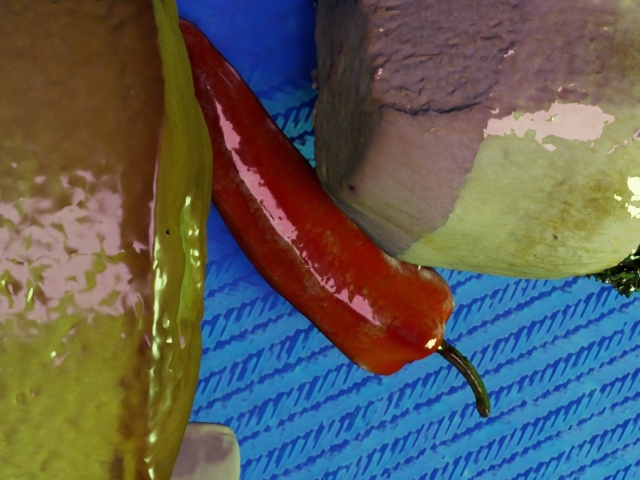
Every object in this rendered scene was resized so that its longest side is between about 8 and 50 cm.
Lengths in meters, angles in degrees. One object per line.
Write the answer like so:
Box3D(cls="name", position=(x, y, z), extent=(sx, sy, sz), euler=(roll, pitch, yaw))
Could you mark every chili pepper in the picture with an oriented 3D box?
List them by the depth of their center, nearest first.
Box3D(cls="chili pepper", position=(0.000, 0.000, 0.836), extent=(0.063, 0.071, 0.272), euler=(-26, 118, 36))

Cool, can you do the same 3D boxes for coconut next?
Box3D(cls="coconut", position=(0.097, -0.068, 0.781), extent=(0.194, 0.194, 0.194), euler=(-7, 112, -17))

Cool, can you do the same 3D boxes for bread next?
Box3D(cls="bread", position=(-0.125, -0.015, 0.680), extent=(0.148, 0.270, 0.270), euler=(-3, 111, -17))

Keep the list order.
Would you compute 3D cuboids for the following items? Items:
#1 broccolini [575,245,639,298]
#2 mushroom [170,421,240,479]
Box3D(cls="broccolini", position=(0.244, 0.007, 0.931), extent=(0.254, 0.058, 0.071), euler=(11, 149, -20))
Box3D(cls="mushroom", position=(-0.199, 0.172, 0.795), extent=(0.350, 0.128, 0.128), euler=(-22, 116, -8))
